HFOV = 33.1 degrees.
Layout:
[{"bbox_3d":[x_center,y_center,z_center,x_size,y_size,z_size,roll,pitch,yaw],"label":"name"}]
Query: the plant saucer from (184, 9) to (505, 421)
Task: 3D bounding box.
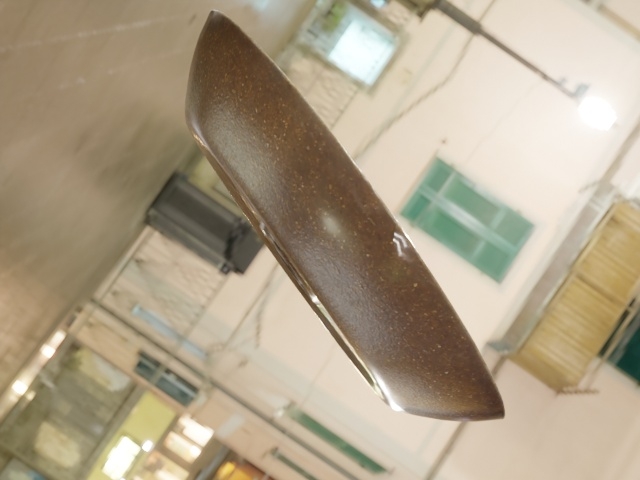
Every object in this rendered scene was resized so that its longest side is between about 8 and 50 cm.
[{"bbox_3d":[0.000,0.000,0.435,0.036,0.199,0.198,-35,179,-4],"label":"plant saucer"}]
